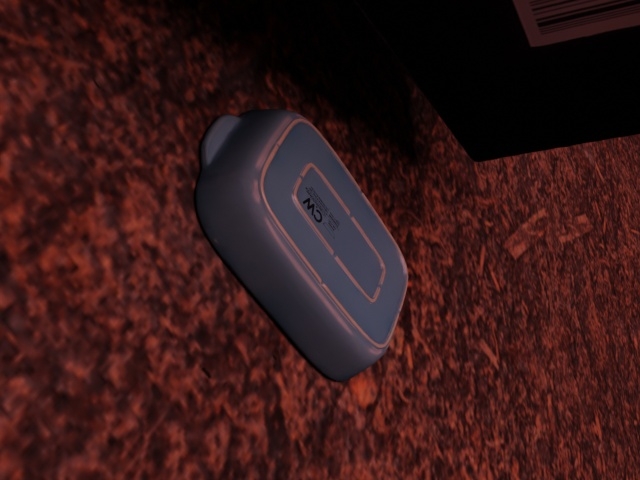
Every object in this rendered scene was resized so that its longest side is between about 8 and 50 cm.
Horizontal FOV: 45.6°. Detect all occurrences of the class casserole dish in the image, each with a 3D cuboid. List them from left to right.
[{"bbox_3d":[0.000,0.000,0.461,0.188,0.037,0.114,53,39,-26],"label":"casserole dish"}]

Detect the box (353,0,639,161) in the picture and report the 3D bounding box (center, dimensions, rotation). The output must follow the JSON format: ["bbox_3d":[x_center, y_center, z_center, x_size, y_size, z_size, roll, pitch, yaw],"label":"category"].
[{"bbox_3d":[0.143,-0.358,0.418,0.480,0.297,0.472,31,55,-60],"label":"box"}]
